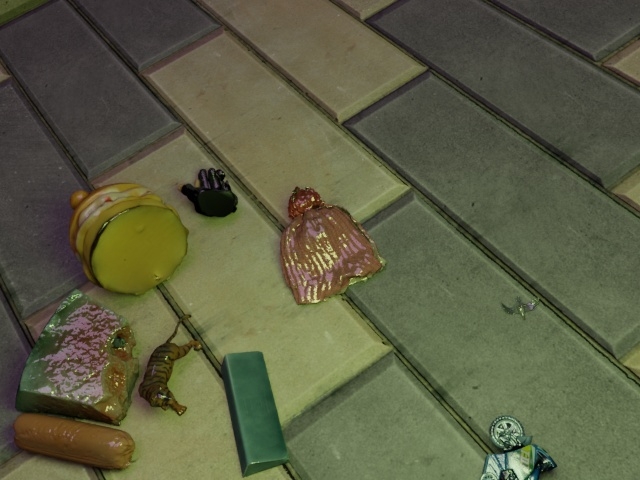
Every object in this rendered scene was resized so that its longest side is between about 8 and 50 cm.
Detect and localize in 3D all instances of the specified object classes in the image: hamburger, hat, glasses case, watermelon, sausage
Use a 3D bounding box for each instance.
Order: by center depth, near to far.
[{"bbox_3d":[-0.148,0.359,1.589,0.105,0.056,0.266,-19,51,-1],"label":"glasses case"},{"bbox_3d":[-0.532,0.431,1.596,0.289,0.086,0.086,5,54,16],"label":"sausage"},{"bbox_3d":[-0.560,0.261,1.692,0.302,0.151,0.264,6,54,17],"label":"watermelon"},{"bbox_3d":[0.000,0.000,1.799,0.236,0.107,0.286,-25,75,-8],"label":"hat"},{"bbox_3d":[-0.490,-0.020,1.835,0.276,0.276,0.237,-40,47,-18],"label":"hamburger"}]

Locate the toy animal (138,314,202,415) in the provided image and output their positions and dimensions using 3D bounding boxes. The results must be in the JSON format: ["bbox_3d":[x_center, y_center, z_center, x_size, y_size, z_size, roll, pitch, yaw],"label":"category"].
[{"bbox_3d":[-0.346,0.269,1.663,0.114,0.116,0.255,0,52,10],"label":"toy animal"}]

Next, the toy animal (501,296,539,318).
[{"bbox_3d":[0.445,0.150,1.639,0.084,0.028,0.050,-9,43,6],"label":"toy animal"}]

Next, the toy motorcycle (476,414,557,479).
[{"bbox_3d":[0.362,0.458,1.382,0.135,0.092,0.254,15,65,11],"label":"toy motorcycle"}]

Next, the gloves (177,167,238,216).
[{"bbox_3d":[-0.301,-0.123,1.985,0.129,0.106,0.180,-27,24,-10],"label":"gloves"}]
